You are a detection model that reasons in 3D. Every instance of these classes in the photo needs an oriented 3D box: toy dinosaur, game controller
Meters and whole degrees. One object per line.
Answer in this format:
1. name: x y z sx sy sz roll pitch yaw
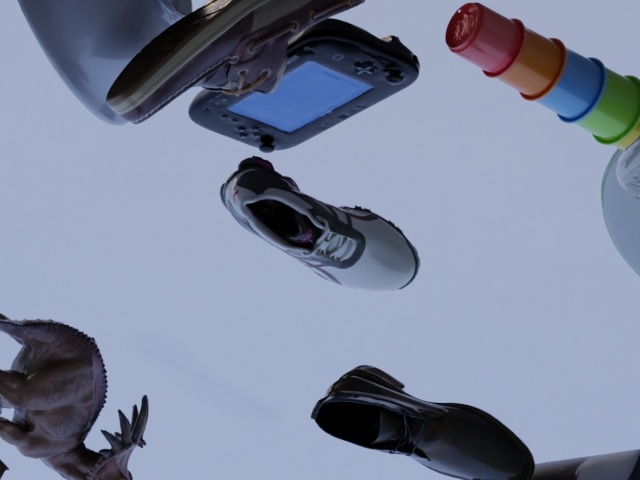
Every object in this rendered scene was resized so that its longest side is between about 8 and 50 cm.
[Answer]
1. toy dinosaur: -0.267 0.163 1.914 0.200 0.295 0.127 6 -138 7
2. game controller: -0.026 -0.189 2.272 0.166 0.319 0.067 10 -113 -37

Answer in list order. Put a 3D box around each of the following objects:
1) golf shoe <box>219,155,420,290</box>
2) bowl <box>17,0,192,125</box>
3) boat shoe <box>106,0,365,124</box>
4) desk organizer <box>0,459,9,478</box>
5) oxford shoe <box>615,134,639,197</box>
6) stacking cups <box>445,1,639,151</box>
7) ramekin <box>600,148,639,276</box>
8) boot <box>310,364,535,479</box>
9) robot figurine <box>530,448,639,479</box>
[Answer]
1. golf shoe: 0.000 0.000 2.239 0.273 0.105 0.120 26 -166 -13
2. bowl: -0.240 -0.293 2.124 0.134 0.298 0.298 -24 -147 13
3. boat shoe: -0.084 -0.216 2.037 0.342 0.123 0.123 -41 -162 -27
4. desk organizer: -0.372 0.207 1.806 0.047 0.130 0.050 -10 -140 33
5. oxford shoe: 0.405 -0.102 1.909 0.169 0.130 0.449 4 177 16
6. stacking cups: 0.287 -0.190 2.122 0.316 0.096 0.096 25 -156 -33
7. ramekin: 0.526 -0.058 2.448 0.303 0.303 0.148 26 -138 24
8. boot: 0.095 0.196 1.773 0.219 0.082 0.106 22 -162 21
9. robot figurine: 0.267 0.303 1.805 0.278 0.209 0.173 -13 -133 29
